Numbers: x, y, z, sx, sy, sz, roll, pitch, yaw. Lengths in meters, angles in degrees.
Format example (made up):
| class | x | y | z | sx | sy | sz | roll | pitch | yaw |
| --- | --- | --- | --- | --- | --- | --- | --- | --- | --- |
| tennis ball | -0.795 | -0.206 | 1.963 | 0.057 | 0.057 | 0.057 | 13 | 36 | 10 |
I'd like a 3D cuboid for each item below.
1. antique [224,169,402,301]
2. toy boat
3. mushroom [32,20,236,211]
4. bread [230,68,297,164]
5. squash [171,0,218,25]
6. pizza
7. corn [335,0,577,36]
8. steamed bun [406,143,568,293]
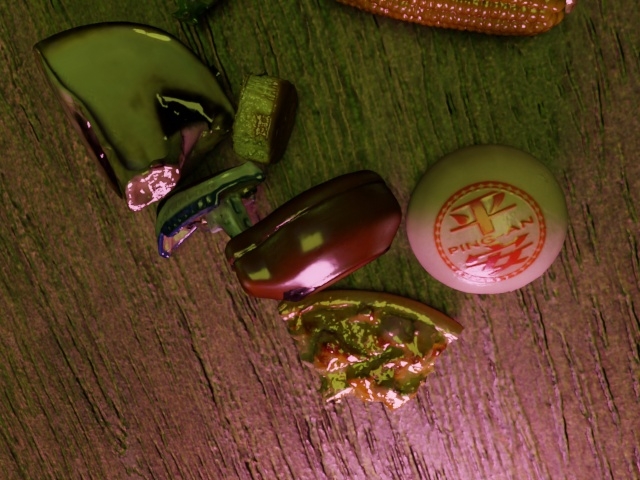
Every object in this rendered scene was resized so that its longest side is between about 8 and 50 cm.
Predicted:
| class | x | y | z | sx | sy | sz | roll | pitch | yaw |
| --- | --- | --- | --- | --- | --- | --- | --- | --- | --- |
| antique | 0.000 | 0.000 | 0.654 | 0.278 | 0.223 | 0.129 | -27 | 81 | -18 |
| toy boat | -0.184 | -0.035 | 0.721 | 0.262 | 0.114 | 0.115 | -19 | 89 | 29 |
| mushroom | -0.270 | -0.190 | 0.702 | 0.217 | 0.212 | 0.292 | -31 | 67 | -26 |
| bread | -0.087 | -0.188 | 0.671 | 0.069 | 0.128 | 0.140 | 21 | 109 | 5 |
| squash | -0.140 | -0.515 | 0.621 | 0.107 | 0.107 | 0.395 | 22 | 104 | 4 |
| pizza | 0.076 | 0.197 | 0.752 | 0.323 | 0.089 | 0.223 | 6 | 100 | 9 |
| corn | 0.165 | -0.360 | 0.599 | 0.363 | 0.120 | 0.120 | 16 | 104 | 11 |
| steamed bun | 0.245 | -0.026 | 0.640 | 0.232 | 0.145 | 0.232 | 2 | 102 | 9 |
